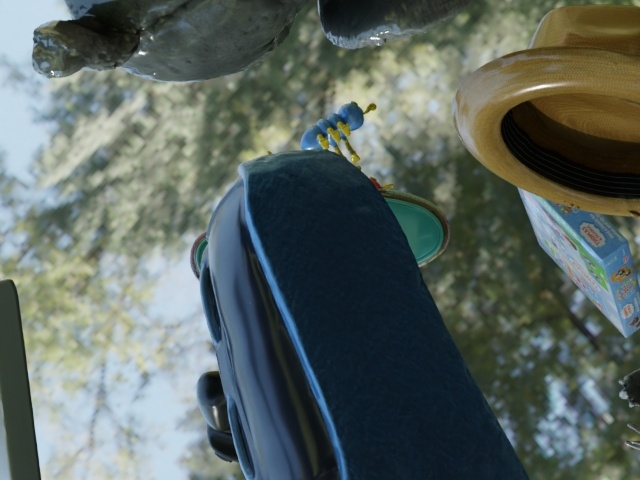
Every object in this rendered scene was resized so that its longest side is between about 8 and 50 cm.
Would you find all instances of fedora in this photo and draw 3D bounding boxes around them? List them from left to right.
[{"bbox_3d":[0.175,-0.083,0.880,0.194,0.194,0.079,27,-119,-32],"label":"fedora"}]

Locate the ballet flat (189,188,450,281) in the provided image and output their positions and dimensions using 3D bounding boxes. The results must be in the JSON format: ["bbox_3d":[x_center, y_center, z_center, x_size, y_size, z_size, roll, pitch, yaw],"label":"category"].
[{"bbox_3d":[0.000,0.000,1.272,0.079,0.221,0.077,-23,-78,-82],"label":"ballet flat"}]

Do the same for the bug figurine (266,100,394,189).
[{"bbox_3d":[-0.010,-0.070,1.940,0.072,0.216,0.279,55,171,28],"label":"bug figurine"}]

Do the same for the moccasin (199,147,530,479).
[{"bbox_3d":[0.029,0.123,0.741,0.137,0.117,0.342,-3,-113,-29],"label":"moccasin"}]

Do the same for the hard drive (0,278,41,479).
[{"bbox_3d":[-0.432,0.165,1.455,0.047,0.353,0.233,-12,-84,-62],"label":"hard drive"}]

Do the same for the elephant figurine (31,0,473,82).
[{"bbox_3d":[0.008,-0.167,0.637,0.169,0.239,0.186,25,-129,-64],"label":"elephant figurine"}]

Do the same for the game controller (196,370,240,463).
[{"bbox_3d":[0.023,0.211,1.578,0.319,0.166,0.067,11,-130,15],"label":"game controller"}]

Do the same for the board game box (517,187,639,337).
[{"bbox_3d":[0.280,0.002,1.618,0.160,0.039,0.211,51,178,31],"label":"board game box"}]

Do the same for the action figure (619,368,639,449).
[{"bbox_3d":[0.344,0.091,1.258,0.185,0.285,0.099,-1,-166,-4],"label":"action figure"}]
